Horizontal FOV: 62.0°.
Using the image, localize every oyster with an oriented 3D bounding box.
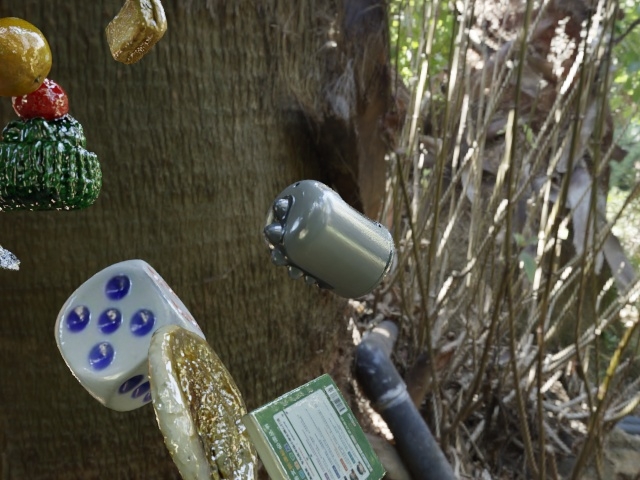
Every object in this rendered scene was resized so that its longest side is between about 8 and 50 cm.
[{"bbox_3d":[-0.570,0.024,0.951,0.083,0.019,0.054,49,7,1],"label":"oyster"}]

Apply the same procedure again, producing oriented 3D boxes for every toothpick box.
[{"bbox_3d":[0.000,0.000,1.245,0.316,0.229,0.229,32,-9,-38],"label":"toothpick box"}]

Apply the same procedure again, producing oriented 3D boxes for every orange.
[{"bbox_3d":[-0.603,-0.355,1.046,0.124,0.156,0.156,35,9,-1],"label":"orange"}]

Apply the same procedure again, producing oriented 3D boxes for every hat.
[{"bbox_3d":[-0.688,-0.236,1.320,0.274,0.332,0.242,-1,2,-5],"label":"hat"}]

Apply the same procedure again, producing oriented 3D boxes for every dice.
[{"bbox_3d":[-0.527,0.263,1.488,0.304,0.304,0.277,46,-12,24],"label":"dice"}]

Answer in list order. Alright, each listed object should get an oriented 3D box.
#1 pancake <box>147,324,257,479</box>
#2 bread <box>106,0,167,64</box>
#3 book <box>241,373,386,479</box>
[{"bbox_3d":[-0.184,0.308,0.886,0.065,0.356,0.356,-20,8,3],"label":"pancake"},{"bbox_3d":[-0.471,-0.539,1.358,0.211,0.114,0.083,-14,2,45],"label":"bread"},{"bbox_3d":[0.001,0.328,0.840,0.027,0.202,0.264,-36,-15,21],"label":"book"}]
